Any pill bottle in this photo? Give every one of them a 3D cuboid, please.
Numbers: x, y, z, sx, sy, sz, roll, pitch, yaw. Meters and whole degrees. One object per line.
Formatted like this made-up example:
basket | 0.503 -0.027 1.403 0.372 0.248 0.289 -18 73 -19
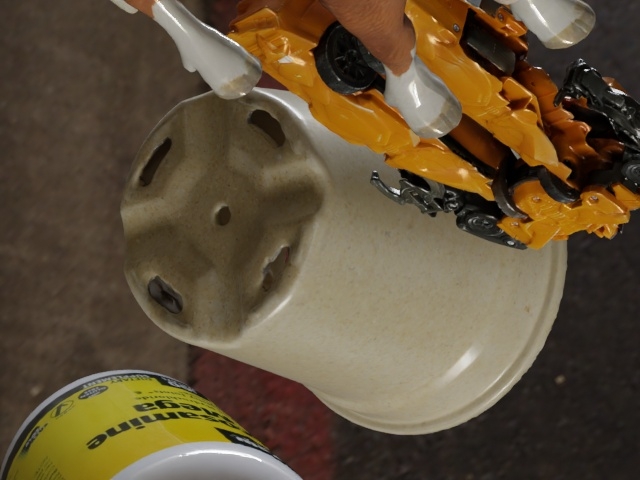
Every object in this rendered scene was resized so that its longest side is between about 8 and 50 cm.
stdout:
pill bottle | -0.096 0.207 1.234 0.188 0.334 0.188 -3 100 -19

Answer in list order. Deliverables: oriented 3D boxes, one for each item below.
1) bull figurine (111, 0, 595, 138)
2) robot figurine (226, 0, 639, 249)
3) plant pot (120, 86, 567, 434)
bull figurine | -0.010 -0.125 0.680 0.101 0.310 0.188 -54 138 -15
robot figurine | 0.097 -0.092 1.188 0.291 0.211 0.085 34 58 -30
plant pot | 0.000 0.000 1.669 0.305 0.334 0.334 12 55 -53
